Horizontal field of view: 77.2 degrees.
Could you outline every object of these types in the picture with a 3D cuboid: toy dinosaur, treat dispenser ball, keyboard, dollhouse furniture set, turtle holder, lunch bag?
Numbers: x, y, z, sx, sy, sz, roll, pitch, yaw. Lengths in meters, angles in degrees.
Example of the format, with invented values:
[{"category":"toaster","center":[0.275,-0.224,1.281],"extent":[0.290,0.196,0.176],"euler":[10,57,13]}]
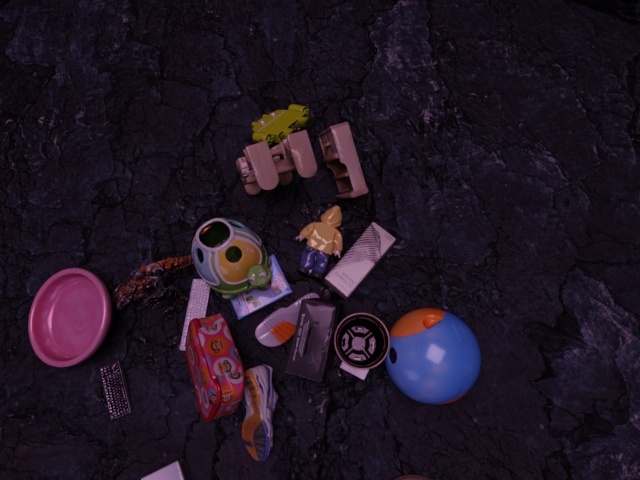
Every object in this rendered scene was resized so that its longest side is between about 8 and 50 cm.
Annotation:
[{"category":"toy dinosaur","center":[-0.583,0.148,1.424],"extent":[0.322,0.164,0.218],"euler":[-44,58,11]},{"category":"treat dispenser ball","center":[0.342,0.353,1.241],"extent":[0.288,0.288,0.288],"euler":[-1,72,2]},{"category":"keyboard","center":[-0.714,0.516,1.369],"extent":[0.108,0.023,0.180],"euler":[-22,72,-5]},{"category":"dollhouse furniture set","center":[-0.069,-0.230,1.423],"extent":[0.394,0.362,0.257],"euler":[-20,99,-15]},{"category":"turtle holder","center":[-0.304,0.066,1.348],"extent":[0.243,0.227,0.320],"euler":[-22,53,-3]},{"category":"lunch bag","center":[-0.345,0.409,1.282],"extent":[0.120,0.258,0.293],"euler":[-7,53,-32]},{"category":"keyboard","center":[-0.448,0.265,1.443],"extent":[0.072,0.014,0.256],"euler":[5,72,4]}]

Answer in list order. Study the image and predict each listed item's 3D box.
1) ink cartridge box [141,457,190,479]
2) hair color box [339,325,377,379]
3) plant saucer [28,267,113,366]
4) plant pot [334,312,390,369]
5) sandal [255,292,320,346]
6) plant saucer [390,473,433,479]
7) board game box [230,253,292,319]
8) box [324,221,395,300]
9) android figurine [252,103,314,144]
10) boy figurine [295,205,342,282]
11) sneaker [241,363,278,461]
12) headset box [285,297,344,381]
[{"category":"ink cartridge box","center":[-0.495,0.863,1.232],"extent":[0.238,0.060,0.275],"euler":[-25,73,-7]},{"category":"hair color box","center":[0.142,0.375,1.365],"extent":[0.093,0.053,0.167],"euler":[26,76,10]},{"category":"plant saucer","center":[-0.852,0.264,1.393],"extent":[0.332,0.084,0.332],"euler":[-3,77,15]},{"category":"plant pot","center":[0.127,0.321,1.268],"extent":[0.166,0.165,0.167],"euler":[-1,73,2]},{"category":"sandal","center":[-0.112,0.275,1.401],"extent":[0.265,0.076,0.102],"euler":[-30,98,-28]},{"category":"plant saucer","center":[0.289,0.866,1.211],"extent":[0.277,0.041,0.278],"euler":[-1,71,2]},{"category":"board game box","center":[-0.229,0.167,1.452],"extent":[0.211,0.039,0.160],"euler":[-27,73,-5]},{"category":"box","center":[0.142,0.075,1.439],"extent":[0.113,0.094,0.275],"euler":[38,77,12]},{"category":"android figurine","center":[-0.160,-0.456,1.582],"extent":[0.272,0.056,0.248],"euler":[24,59,40]},{"category":"boy figurine","center":[0.000,0.000,1.471],"extent":[0.177,0.092,0.285],"euler":[17,73,8]},{"category":"sneaker","center":[-0.179,0.550,1.293],"extent":[0.111,0.131,0.297],"euler":[-1,95,30]},{"category":"headset box","center":[-0.010,0.295,1.250],"extent":[0.110,0.293,0.218],"euler":[11,86,10]}]
